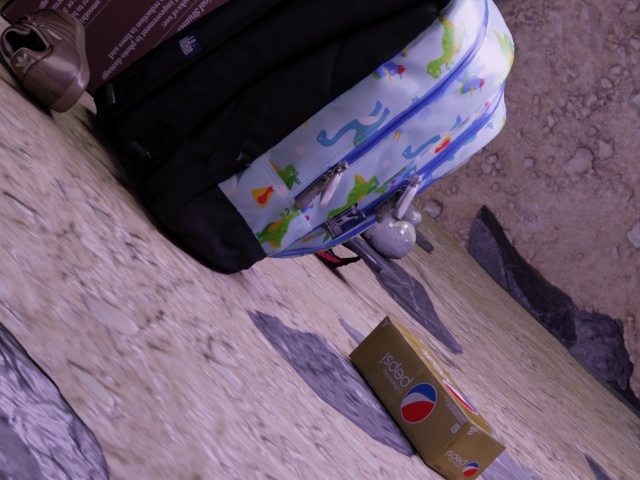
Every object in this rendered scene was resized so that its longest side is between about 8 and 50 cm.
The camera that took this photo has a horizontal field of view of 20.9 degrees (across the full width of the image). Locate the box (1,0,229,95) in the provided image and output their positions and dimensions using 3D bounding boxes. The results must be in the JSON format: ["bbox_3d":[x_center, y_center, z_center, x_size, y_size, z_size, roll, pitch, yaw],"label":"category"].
[{"bbox_3d":[-0.126,-0.188,1.837,0.381,0.191,0.143,42,7,-11],"label":"box"}]

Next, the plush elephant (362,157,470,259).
[{"bbox_3d":[0.096,-0.163,2.675,0.272,0.255,0.330,42,7,-8],"label":"plush elephant"}]

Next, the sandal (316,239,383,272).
[{"bbox_3d":[0.000,0.000,2.093,0.179,0.040,0.067,31,-4,24],"label":"sandal"}]

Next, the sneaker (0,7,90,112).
[{"bbox_3d":[-0.256,-0.182,1.575,0.071,0.066,0.188,38,8,-30],"label":"sneaker"}]

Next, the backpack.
[{"bbox_3d":[0.004,-0.142,1.619,0.273,0.355,0.290,40,7,-35],"label":"backpack"}]

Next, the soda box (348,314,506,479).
[{"bbox_3d":[0.098,0.149,1.628,0.061,0.058,0.181,38,9,-38],"label":"soda box"}]
